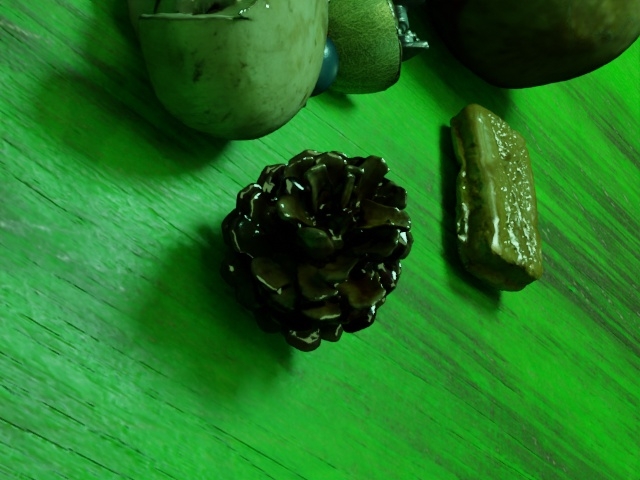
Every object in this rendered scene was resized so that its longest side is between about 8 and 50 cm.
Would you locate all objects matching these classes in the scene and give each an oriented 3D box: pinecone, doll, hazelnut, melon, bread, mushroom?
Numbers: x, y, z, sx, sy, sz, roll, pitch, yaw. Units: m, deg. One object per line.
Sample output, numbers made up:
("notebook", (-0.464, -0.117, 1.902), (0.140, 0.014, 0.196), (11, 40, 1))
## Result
("pinecone", (0.002, 0.004, 1.015), (0.184, 0.205, 0.179), (48, 58, -16))
("doll", (-0.021, -0.231, 1.209), (0.086, 0.114, 0.151), (-3, 104, -15))
("hazelnut", (0.308, -0.400, 1.531), (0.366, 0.366, 0.365), (27, 49, -36))
("melon", (0.034, -0.248, 1.274), (0.128, 0.079, 0.160), (-22, 105, -15))
("bread", (0.234, -0.062, 1.424), (0.139, 0.077, 0.270), (26, 48, -33))
("mushroom", (-0.095, -0.201, 1.075), (0.253, 0.195, 0.188), (-56, 144, -53))

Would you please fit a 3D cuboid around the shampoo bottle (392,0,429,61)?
("shampoo bottle", (0.084, -0.387, 1.437), (0.071, 0.098, 0.309), (18, 55, -47))
